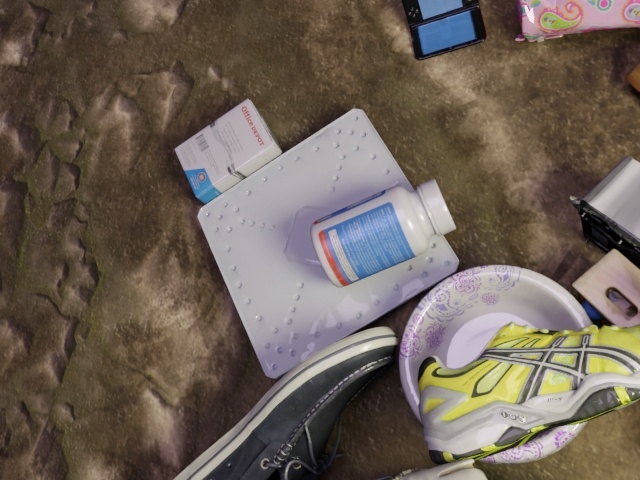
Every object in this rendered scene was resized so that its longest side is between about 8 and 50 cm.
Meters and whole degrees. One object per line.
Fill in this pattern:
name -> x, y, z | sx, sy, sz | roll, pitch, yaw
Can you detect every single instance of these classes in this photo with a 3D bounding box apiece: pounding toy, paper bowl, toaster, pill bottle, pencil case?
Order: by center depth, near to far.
pounding toy -> 0.445, 0.108, 0.935 | 0.094, 0.206, 0.181 | -41, 61, 3
toaster -> 0.477, -0.021, 0.986 | 0.110, 0.185, 0.168 | -48, 60, 4
paper bowl -> 0.272, 0.190, 1.006 | 0.284, 0.148, 0.284 | -8, 67, 19
pill bottle -> 0.105, -0.016, 1.108 | 0.221, 0.124, 0.124 | -23, 64, 12
pencil case -> 0.489, -0.422, 1.177 | 0.284, 0.124, 0.124 | 1, 71, 23

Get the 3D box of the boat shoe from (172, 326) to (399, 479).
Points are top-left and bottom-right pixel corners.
boat shoe -> -0.049, 0.330, 1.067 | 0.500, 0.187, 0.156 | -44, 66, 7

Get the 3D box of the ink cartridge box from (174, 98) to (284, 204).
ink cartridge box -> -0.183, -0.175, 1.364 | 0.190, 0.082, 0.140 | -32, 62, 6

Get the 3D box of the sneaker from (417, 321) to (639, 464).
sneaker -> 0.298, 0.160, 0.845 | 0.384, 0.145, 0.147 | -23, 65, 10

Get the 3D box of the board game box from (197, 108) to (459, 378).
board game box -> 0.000, 0.000, 1.242 | 0.390, 0.050, 0.390 | -32, 62, 7

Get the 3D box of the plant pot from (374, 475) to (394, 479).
plant pot -> 0.124, 0.500, 0.901 | 0.290, 0.290, 0.195 | 40, 124, 29

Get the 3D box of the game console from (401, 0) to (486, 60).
game console -> 0.239, -0.442, 1.301 | 0.144, 0.124, 0.085 | -13, 39, 16

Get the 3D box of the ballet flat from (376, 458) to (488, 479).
ballet flat -> 0.226, 0.354, 0.821 | 0.482, 0.182, 0.164 | 14, 37, -13

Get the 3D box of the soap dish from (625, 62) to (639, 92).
soap dish -> 0.680, -0.283, 1.043 | 0.290, 0.118, 0.229 | -35, 62, 4
